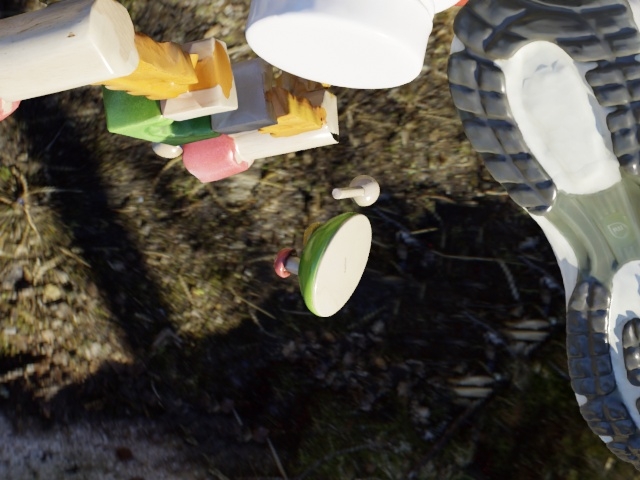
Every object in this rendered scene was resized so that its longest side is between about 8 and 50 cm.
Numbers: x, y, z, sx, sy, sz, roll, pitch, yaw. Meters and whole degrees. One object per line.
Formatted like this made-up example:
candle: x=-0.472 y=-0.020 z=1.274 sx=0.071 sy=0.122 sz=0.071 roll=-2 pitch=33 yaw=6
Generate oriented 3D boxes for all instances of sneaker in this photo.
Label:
sneaker: x=0.242 y=-0.014 z=0.669 sx=0.182 sy=0.158 sz=0.410 roll=-41 pitch=113 yaw=-46

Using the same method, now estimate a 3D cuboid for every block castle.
block castle: x=-0.166 y=-0.218 z=0.823 sx=0.213 sy=0.453 sz=0.303 roll=-9 pitch=86 yaw=22

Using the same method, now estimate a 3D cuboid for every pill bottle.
pill bottle: x=0.027 y=-0.187 z=0.467 sx=0.117 sy=0.117 sz=0.215 roll=15 pitch=80 yaw=-17

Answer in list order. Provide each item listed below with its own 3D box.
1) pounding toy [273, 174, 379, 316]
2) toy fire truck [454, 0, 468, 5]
pounding toy: x=0.000 y=0.000 z=1.640 sx=0.110 sy=0.183 sz=0.236 roll=22 pitch=108 yaw=24
toy fire truck: x=0.200 y=-0.457 z=1.321 sx=0.302 sy=0.254 sz=0.169 roll=-4 pitch=74 yaw=-41
